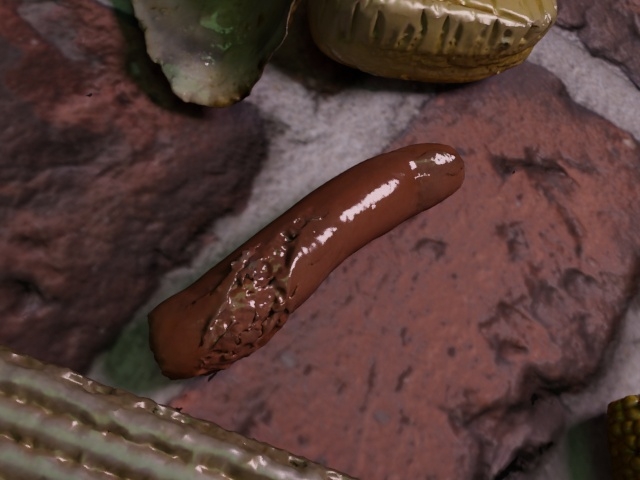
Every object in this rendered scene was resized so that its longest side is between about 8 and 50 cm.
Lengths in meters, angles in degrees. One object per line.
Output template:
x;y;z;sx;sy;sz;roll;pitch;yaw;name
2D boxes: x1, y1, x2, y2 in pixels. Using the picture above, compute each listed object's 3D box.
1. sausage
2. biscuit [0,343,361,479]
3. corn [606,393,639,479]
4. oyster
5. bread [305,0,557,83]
0.000;0.000;0.455;0.304;0.078;0.078;-37;81;-27;sausage
-0.127;0.126;0.330;0.425;0.144;0.079;24;65;-7;biscuit
0.277;0.240;0.422;0.091;0.091;0.260;-17;67;21;corn
-0.093;-0.317;0.515;0.111;0.204;0.396;4;63;-55;oyster
0.103;-0.223;0.560;0.236;0.106;0.140;0;66;-16;bread
